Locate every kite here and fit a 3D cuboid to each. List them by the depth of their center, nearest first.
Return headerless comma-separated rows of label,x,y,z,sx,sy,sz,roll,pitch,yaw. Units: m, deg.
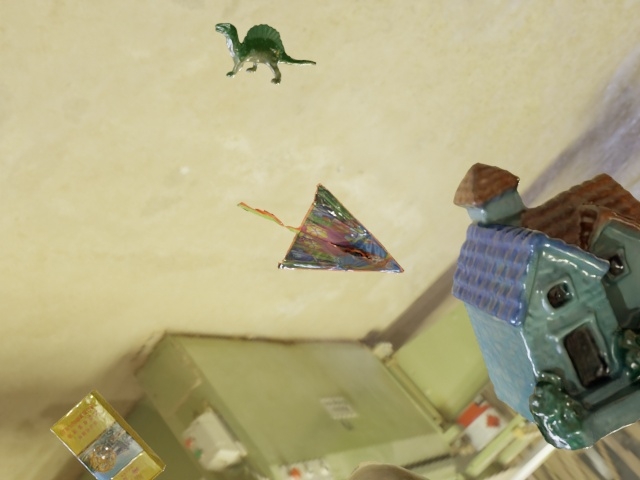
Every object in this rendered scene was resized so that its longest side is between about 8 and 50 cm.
kite,0.000,0.000,0.723,0.190,0.159,0.010,117,-6,-63

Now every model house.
model house,0.322,0.032,1.050,0.294,0.329,0.251,-24,-172,-9

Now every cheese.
cheese,0.124,0.419,1.267,0.218,0.235,0.117,-6,-128,62

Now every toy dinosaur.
toy dinosaur,-0.055,-0.197,0.865,0.119,0.029,0.060,2,126,-22

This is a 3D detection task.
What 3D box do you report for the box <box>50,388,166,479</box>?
box,-0.309,0.301,1.200,0.087,0.155,0.023,-42,-177,5
